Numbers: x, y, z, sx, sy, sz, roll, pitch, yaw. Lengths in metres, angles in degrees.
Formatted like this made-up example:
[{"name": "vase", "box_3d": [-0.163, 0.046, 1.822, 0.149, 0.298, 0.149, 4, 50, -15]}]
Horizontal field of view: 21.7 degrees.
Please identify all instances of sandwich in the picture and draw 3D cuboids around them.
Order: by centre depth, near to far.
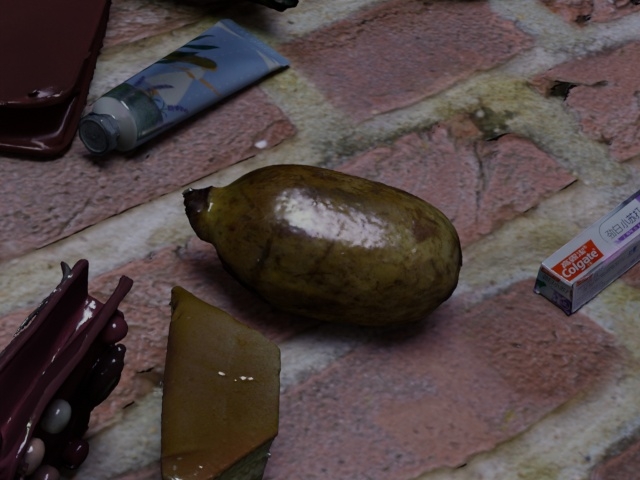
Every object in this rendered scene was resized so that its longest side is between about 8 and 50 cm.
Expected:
[{"name": "sandwich", "box_3d": [-0.084, 0.144, 1.343, 0.096, 0.094, 0.258, 6, 42, -5]}]

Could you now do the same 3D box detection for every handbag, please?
[{"name": "handbag", "box_3d": [-0.216, 0.142, 1.240, 0.074, 0.203, 0.216, 28, 45, 5]}, {"name": "handbag", "box_3d": [-0.348, -0.207, 1.668, 0.260, 0.084, 0.275, 9, 42, 0]}]

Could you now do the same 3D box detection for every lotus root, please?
[{"name": "lotus root", "box_3d": [0.000, 0.000, 1.490, 0.260, 0.128, 0.145, 16, 29, -4]}]

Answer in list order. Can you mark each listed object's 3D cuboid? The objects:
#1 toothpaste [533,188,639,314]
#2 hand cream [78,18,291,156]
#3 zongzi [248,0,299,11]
[{"name": "toothpaste", "box_3d": [0.284, 0.004, 1.614, 0.047, 0.040, 0.196, 36, 49, 26]}, {"name": "hand cream", "box_3d": [-0.141, -0.158, 1.681, 0.091, 0.058, 0.271, 35, 42, 18]}, {"name": "zongzi", "box_3d": [-0.181, -0.425, 1.851, 0.384, 0.319, 0.362, 24, 31, -11]}]
